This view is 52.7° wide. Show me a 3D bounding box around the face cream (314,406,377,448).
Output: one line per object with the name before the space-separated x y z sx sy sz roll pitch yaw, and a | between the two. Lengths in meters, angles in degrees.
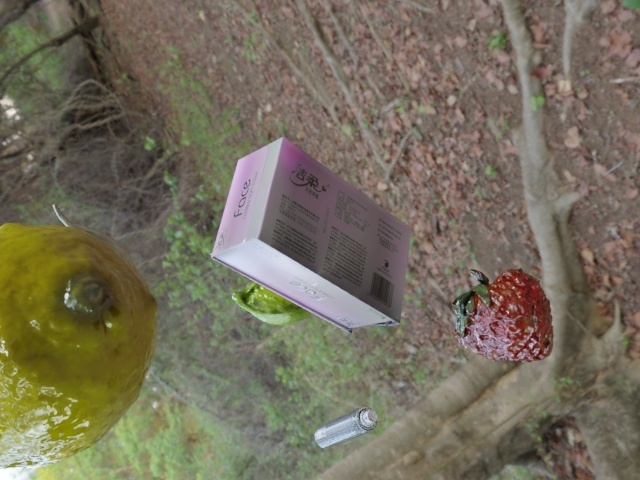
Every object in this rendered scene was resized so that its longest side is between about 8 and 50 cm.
face cream | 0.077 0.539 1.865 0.073 0.073 0.283 57 142 8

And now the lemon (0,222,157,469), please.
lemon | -0.404 0.143 0.912 0.387 0.350 0.349 -28 95 45

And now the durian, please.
durian | -0.084 0.131 1.522 0.139 0.250 0.101 40 132 24

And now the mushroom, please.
mushroom | -0.392 0.046 1.218 0.043 0.068 0.306 29 148 52

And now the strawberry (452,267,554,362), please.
strawberry | 0.260 0.120 0.892 0.085 0.141 0.192 -106 -1 -57

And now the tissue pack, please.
tissue pack | 0.000 0.000 0.812 0.246 0.148 0.093 32 146 -34
